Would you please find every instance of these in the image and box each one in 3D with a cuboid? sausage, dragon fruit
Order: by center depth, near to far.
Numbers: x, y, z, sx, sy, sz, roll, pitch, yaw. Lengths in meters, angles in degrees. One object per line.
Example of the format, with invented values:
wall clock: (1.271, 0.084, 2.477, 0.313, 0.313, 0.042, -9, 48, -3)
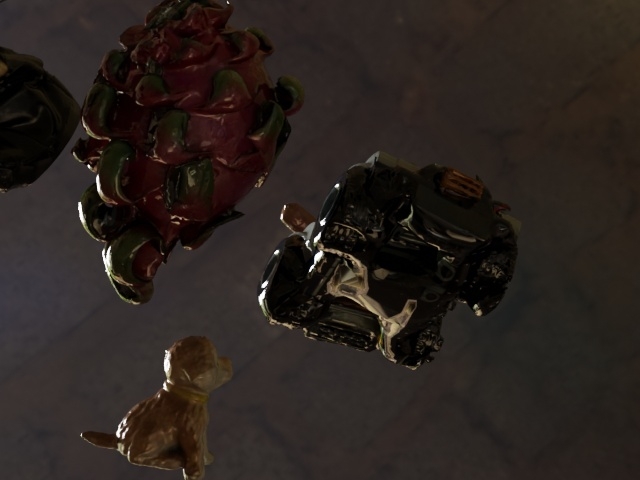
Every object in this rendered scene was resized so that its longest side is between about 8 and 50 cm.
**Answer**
dragon fruit: (-0.142, -0.089, 1.173, 0.273, 0.198, 0.218, -47, 20, -3)
sausage: (0.000, 0.000, 1.596, 0.030, 0.147, 0.035, -20, 46, 33)

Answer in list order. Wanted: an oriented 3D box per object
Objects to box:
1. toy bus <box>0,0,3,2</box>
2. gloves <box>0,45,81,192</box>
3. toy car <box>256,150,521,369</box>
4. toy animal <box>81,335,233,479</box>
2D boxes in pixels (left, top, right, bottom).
toy bus: (-0.170, -0.245, 0.885, 0.262, 0.109, 0.091, -33, -33, -33)
gloves: (-0.347, -0.139, 1.254, 0.124, 0.203, 0.164, -4, 51, 54)
toy car: (0.070, 0.020, 1.229, 0.301, 0.193, 0.118, -50, 18, 53)
toy animal: (-0.218, 0.209, 1.714, 0.104, 0.184, 0.185, -82, 5, -73)
